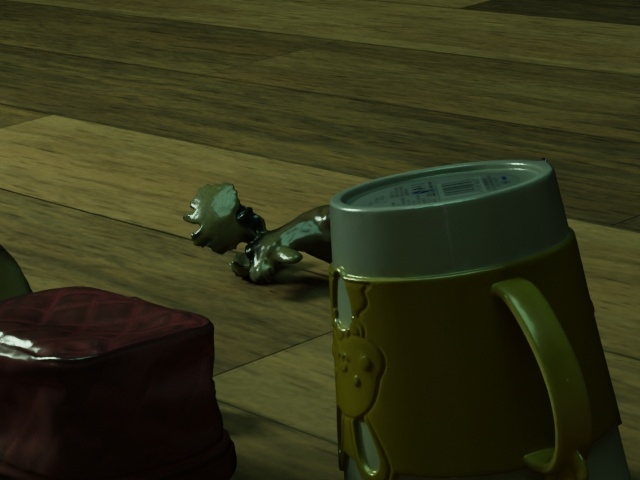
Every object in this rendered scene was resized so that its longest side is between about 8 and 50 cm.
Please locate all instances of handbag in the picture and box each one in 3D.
[{"bbox_3d":[-0.162,0.113,1.333,0.146,0.135,0.225,-19,17,-35],"label":"handbag"}]

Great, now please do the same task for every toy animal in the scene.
[{"bbox_3d":[0.000,0.000,1.748,0.214,0.093,0.186,-8,19,-31],"label":"toy animal"}]

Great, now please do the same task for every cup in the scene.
[{"bbox_3d":[0.103,0.073,1.198,0.185,0.226,0.241,-13,10,-20],"label":"cup"}]

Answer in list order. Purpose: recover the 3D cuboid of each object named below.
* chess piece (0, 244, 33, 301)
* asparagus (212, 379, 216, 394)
[{"bbox_3d":[-0.367,0.058,1.635,0.133,0.133,0.243,-21,15,-41],"label":"chess piece"},{"bbox_3d":[-0.159,0.111,1.495,0.178,0.041,0.045,5,12,36],"label":"asparagus"}]
